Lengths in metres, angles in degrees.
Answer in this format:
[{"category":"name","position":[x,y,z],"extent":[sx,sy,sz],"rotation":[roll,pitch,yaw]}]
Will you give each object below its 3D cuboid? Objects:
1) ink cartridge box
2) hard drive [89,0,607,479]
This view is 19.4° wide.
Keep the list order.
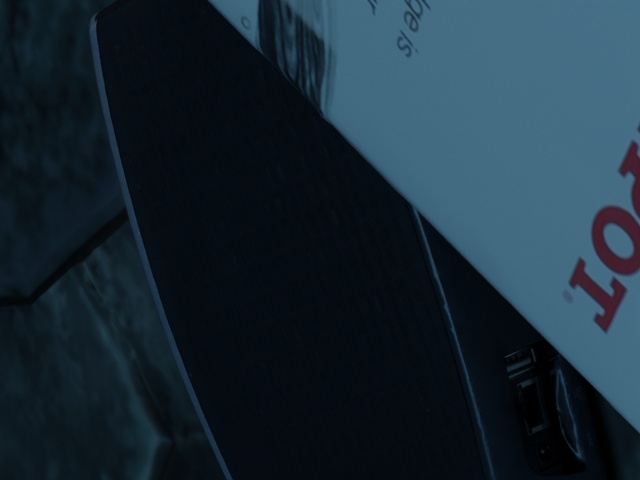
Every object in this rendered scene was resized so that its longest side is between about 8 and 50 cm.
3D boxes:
[{"category":"ink cartridge box","position":[0.056,-0.180,0.505],"extent":[0.395,0.166,0.285],"rotation":[47,147,23]},{"category":"hard drive","position":[0.000,0.000,0.724],"extent":[0.172,0.054,0.254],"rotation":[-21,87,43]}]
